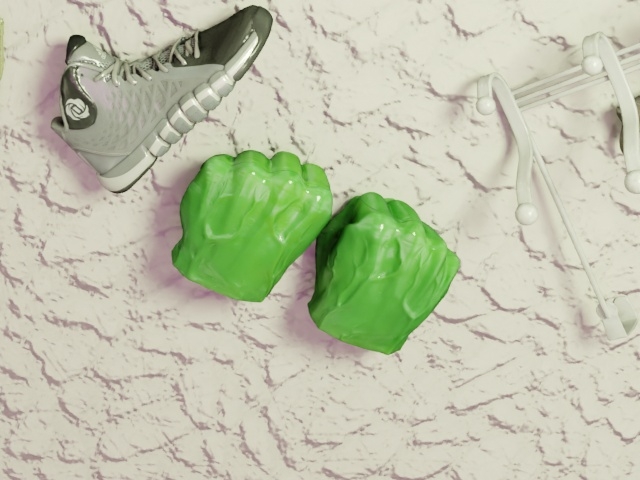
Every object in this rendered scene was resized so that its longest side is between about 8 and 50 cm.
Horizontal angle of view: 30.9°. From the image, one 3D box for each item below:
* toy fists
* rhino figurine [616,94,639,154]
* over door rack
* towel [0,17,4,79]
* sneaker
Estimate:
[{"bbox_3d":[0.000,0.000,1.119,0.279,0.096,0.142,23,121,-15],"label":"toy fists"},{"bbox_3d":[0.365,-0.167,1.071,0.106,0.073,0.243,29,115,-21],"label":"rhino figurine"},{"bbox_3d":[0.314,-0.042,1.061,0.239,0.108,0.324,-18,117,34],"label":"over door rack"},{"bbox_3d":[-0.364,-0.166,1.055,0.148,0.027,0.110,10,115,-9],"label":"towel"},{"bbox_3d":[-0.158,-0.155,1.042,0.132,0.086,0.229,42,107,-17],"label":"sneaker"}]
